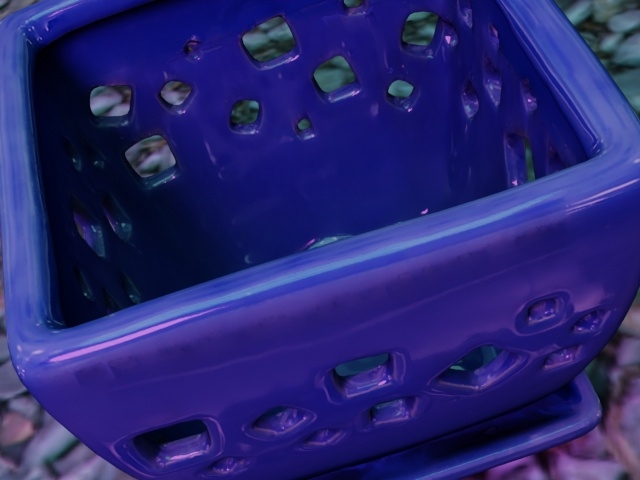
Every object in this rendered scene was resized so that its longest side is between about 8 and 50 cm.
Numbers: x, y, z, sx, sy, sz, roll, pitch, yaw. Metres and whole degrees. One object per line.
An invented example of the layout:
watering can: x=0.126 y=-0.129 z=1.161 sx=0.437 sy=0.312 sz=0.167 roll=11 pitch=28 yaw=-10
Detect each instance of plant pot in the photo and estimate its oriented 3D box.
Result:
plant pot: x=0.000 y=0.000 z=0.481 sx=0.236 sy=0.212 sz=0.236 roll=-18 pitch=46 yaw=-1
